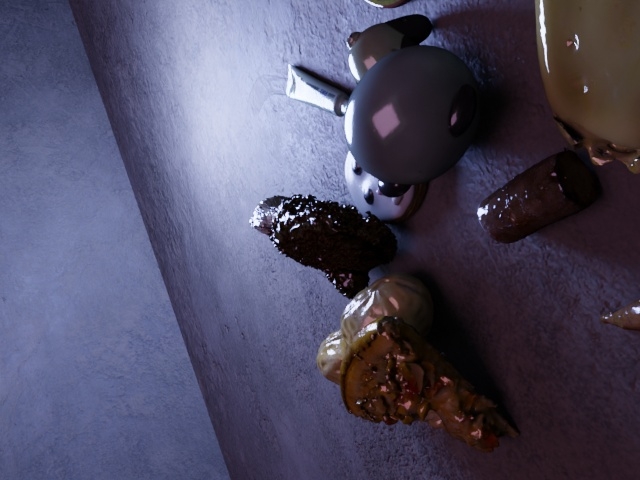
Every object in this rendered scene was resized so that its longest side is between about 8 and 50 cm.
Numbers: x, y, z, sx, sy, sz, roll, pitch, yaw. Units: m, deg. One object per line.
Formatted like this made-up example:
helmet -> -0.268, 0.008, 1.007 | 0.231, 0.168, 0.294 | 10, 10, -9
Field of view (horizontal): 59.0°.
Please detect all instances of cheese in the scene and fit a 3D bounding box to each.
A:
cheese -> 0.311, -0.218, 0.515 | 0.259, 0.128, 0.316 | 35, 125, 57

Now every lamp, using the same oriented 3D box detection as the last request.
lamp -> 0.116, -0.194, 0.792 | 0.198, 0.197, 0.244 | 118, 146, -49

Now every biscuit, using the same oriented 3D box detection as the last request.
biscuit -> 0.102, -0.117, 0.962 | 0.181, 0.049, 0.208 | 62, 146, 23

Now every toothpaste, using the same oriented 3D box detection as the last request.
toothpaste -> -0.004, -0.279, 1.077 | 0.255, 0.037, 0.067 | 41, 136, 48

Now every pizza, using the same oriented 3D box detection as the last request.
pizza -> 0.137, 0.258, 0.909 | 0.287, 0.074, 0.251 | 43, 141, -4

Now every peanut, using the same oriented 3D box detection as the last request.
peanut -> 0.092, 0.170, 1.009 | 0.147, 0.147, 0.306 | 58, 145, 25

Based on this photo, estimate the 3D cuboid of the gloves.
gloves -> 0.006, -0.003, 1.044 | 0.210, 0.135, 0.312 | 42, 166, -23

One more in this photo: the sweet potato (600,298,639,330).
sweet potato -> 0.378, 0.069, 0.588 | 0.226, 0.068, 0.068 | 167, 88, -73

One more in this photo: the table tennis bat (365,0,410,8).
table tennis bat -> 0.078, -0.498, 0.848 | 0.200, 0.038, 0.310 | -41, 72, 56

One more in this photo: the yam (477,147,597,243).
yam -> 0.265, -0.049, 0.698 | 0.141, 0.079, 0.079 | -39, 70, 56
